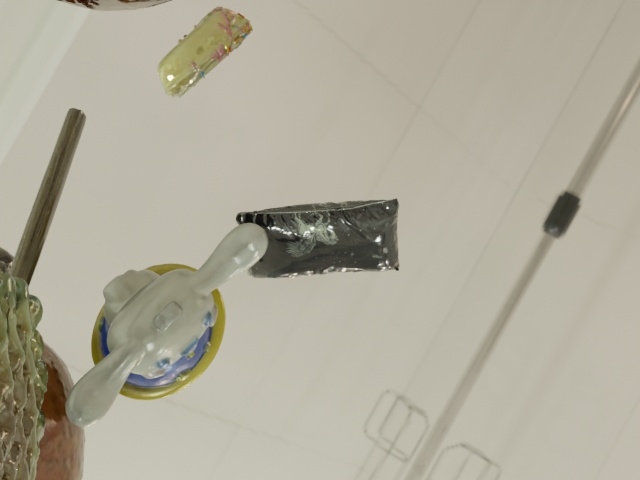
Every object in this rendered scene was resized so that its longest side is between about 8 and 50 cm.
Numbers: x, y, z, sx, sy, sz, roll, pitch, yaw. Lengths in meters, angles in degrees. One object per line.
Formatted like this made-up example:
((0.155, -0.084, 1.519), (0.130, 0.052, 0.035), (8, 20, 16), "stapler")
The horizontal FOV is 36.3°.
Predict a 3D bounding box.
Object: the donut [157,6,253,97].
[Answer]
((-0.162, -0.281, 1.400), (0.065, 0.166, 0.108), (47, 153, -12), "donut")

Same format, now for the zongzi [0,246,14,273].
((-0.558, 0.142, 1.586), (0.160, 0.323, 0.360), (18, -174, -6), "zongzi")

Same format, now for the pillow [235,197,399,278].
((0.000, 0.000, 1.277), (0.208, 0.055, 0.141), (-5, 140, 0), "pillow")

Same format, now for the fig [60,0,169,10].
((-0.137, -0.276, 0.683), (0.214, 0.235, 0.235), (-2, -169, -22), "fig")

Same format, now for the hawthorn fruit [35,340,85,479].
((-0.498, 0.266, 1.220), (0.403, 0.403, 0.403), (29, 178, 1), "hawthorn fruit")

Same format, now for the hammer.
((-0.321, 0.019, 1.076), (0.043, 0.365, 0.111), (14, 159, 1), "hammer")

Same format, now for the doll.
((-0.194, 0.079, 1.240), (0.159, 0.311, 0.242), (46, -178, 16), "doll")

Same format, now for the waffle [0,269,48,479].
((-0.298, 0.186, 0.881), (0.056, 0.309, 0.292), (2, 161, -5), "waffle")
